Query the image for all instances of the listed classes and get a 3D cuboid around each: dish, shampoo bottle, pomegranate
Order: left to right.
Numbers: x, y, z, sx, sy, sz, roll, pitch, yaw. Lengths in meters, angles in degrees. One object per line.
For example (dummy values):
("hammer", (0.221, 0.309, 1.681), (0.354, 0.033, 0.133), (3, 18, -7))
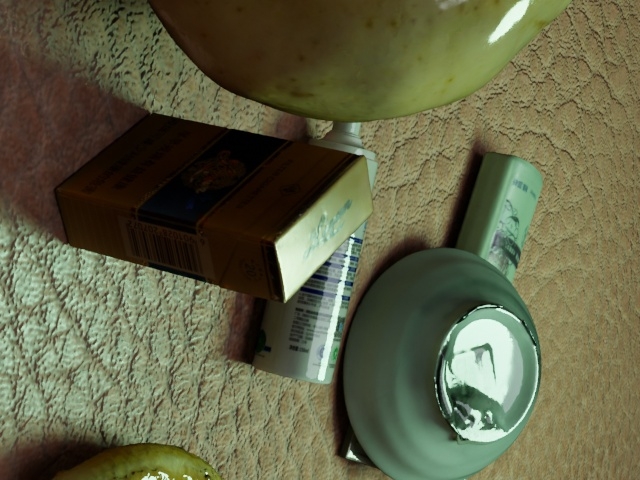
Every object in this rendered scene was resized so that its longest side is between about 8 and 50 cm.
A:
("shampoo bottle", (0.000, 0.000, 1.654), (0.092, 0.092, 0.303), (13, 89, -60))
("pomegranate", (0.032, -0.292, 1.297), (0.411, 0.412, 0.411), (-28, 124, -53))
("dish", (0.181, 0.162, 1.887), (0.316, 0.106, 0.316), (-1, 92, -36))
("shampoo bottle", (0.215, 0.068, 2.050), (0.134, 0.078, 0.359), (36, 69, -58))

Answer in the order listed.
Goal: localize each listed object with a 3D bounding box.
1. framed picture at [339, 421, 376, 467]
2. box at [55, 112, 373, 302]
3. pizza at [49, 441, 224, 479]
("framed picture", (0.126, 0.230, 1.930), (0.203, 0.015, 0.150), (23, 82, -33))
("box", (-0.093, -0.035, 1.338), (0.152, 0.237, 0.070), (-46, 140, -43))
("pizza", (-0.165, 0.342, 1.475), (0.409, 0.114, 0.277), (46, 60, -54))
